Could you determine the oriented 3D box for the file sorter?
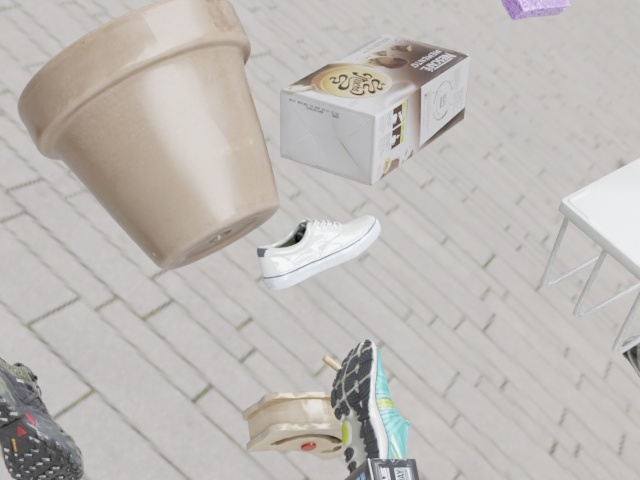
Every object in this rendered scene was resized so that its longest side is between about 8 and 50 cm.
[{"bbox_3d":[0.437,0.057,1.313,0.193,0.173,0.277,-25,55,-29],"label":"file sorter"}]

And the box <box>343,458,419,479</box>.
[{"bbox_3d":[0.054,0.464,1.457,0.077,0.307,0.242,5,58,-24],"label":"box"}]

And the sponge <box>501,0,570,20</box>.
[{"bbox_3d":[0.265,-0.409,1.523,0.117,0.031,0.210,-19,76,-42],"label":"sponge"}]

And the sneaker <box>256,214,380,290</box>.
[{"bbox_3d":[0.000,0.000,1.935,0.258,0.094,0.091,-28,111,-29],"label":"sneaker"}]

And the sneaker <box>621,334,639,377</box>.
[{"bbox_3d":[0.506,0.202,1.505,0.215,0.084,0.083,50,-21,-19],"label":"sneaker"}]

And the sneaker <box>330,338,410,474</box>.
[{"bbox_3d":[0.090,0.297,1.788,0.110,0.107,0.275,23,45,-35],"label":"sneaker"}]

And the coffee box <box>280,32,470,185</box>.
[{"bbox_3d":[0.089,-0.210,1.652,0.168,0.118,0.297,20,36,28],"label":"coffee box"}]

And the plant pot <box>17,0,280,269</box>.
[{"bbox_3d":[-0.157,-0.102,1.158,0.229,0.263,0.263,60,29,6],"label":"plant pot"}]

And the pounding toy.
[{"bbox_3d":[-0.013,0.317,2.011,0.270,0.154,0.154,1,57,-18],"label":"pounding toy"}]

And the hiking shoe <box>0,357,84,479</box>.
[{"bbox_3d":[-0.340,0.198,1.236,0.114,0.086,0.227,-102,170,-48],"label":"hiking shoe"}]
